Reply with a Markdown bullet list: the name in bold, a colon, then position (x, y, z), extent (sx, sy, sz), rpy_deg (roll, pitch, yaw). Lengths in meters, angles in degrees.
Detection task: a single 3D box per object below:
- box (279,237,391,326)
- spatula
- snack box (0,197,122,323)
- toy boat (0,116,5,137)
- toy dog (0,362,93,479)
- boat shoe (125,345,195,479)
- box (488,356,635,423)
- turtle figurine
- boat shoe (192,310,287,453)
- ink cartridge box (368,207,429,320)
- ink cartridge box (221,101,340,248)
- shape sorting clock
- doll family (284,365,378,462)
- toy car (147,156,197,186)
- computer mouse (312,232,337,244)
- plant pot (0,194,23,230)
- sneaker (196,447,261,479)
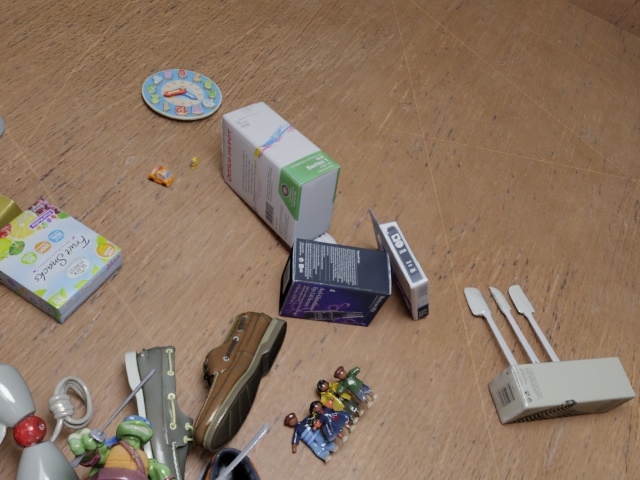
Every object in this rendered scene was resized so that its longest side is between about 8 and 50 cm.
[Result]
- **box**: position (0.028, 0.092, 1.200), extent (0.207, 0.153, 0.108), rpy_deg (8, 54, -10)
- **spatula**: position (0.446, 0.201, 1.317), extent (0.168, 0.019, 0.242), rpy_deg (2, 46, -22)
- **snack box**: position (-0.532, 0.035, 1.125), extent (0.207, 0.070, 0.174), rpy_deg (32, 53, 5)
- **toy boat**: position (-0.675, -0.092, 1.036), extent (0.268, 0.318, 0.148), rpy_deg (17, 8, 33)
- **toy dog**: position (-0.450, 0.369, 0.859), extent (0.161, 0.220, 0.333), rpy_deg (-34, 59, 8)
- **boat shoe**: position (-0.264, 0.318, 0.976), extent (0.091, 0.109, 0.305), rpy_deg (-13, 56, -19)
- **box**: position (0.511, 0.318, 1.209), extent (0.275, 0.113, 0.094), rpy_deg (-1, 56, -16)
- **turtle figurine**: position (-0.245, 0.333, 0.749), extent (0.275, 0.197, 0.266), rpy_deg (-13, 44, 18)
- **boat shoe**: position (-0.167, 0.252, 1.055), extent (0.104, 0.110, 0.307), rpy_deg (17, 35, 12)
- **ink cartridge box**: position (0.175, 0.049, 1.245), extent (0.045, 0.206, 0.208), rpy_deg (-25, 62, -1)
- **ink cartridge box**: position (-0.098, -0.151, 1.281), extent (0.117, 0.201, 0.278), rpy_deg (-29, 58, -30)
- **shape sorting clock**: position (-0.365, -0.390, 1.502), extent (0.206, 0.040, 0.206), rpy_deg (8, 53, -11)
- **doll family**: position (0.015, 0.323, 1.080), extent (0.111, 0.076, 0.193), rpy_deg (39, 57, 7)
- **toy car**: position (-0.351, -0.178, 1.352), extent (0.060, 0.040, 0.122), rpy_deg (37, 54, 11)
- **computer mouse**: position (0.000, 0.000, 1.328), extent (0.106, 0.042, 0.193), rpy_deg (-23, 64, -30)
- **plant pot**: position (-0.662, -0.046, 1.142), extent (0.082, 0.081, 0.083), rpy_deg (24, 66, 2)
- **sneaker**: position (-0.150, 0.473, 0.852), extent (0.125, 0.180, 0.321), rpy_deg (1, 55, -16)
